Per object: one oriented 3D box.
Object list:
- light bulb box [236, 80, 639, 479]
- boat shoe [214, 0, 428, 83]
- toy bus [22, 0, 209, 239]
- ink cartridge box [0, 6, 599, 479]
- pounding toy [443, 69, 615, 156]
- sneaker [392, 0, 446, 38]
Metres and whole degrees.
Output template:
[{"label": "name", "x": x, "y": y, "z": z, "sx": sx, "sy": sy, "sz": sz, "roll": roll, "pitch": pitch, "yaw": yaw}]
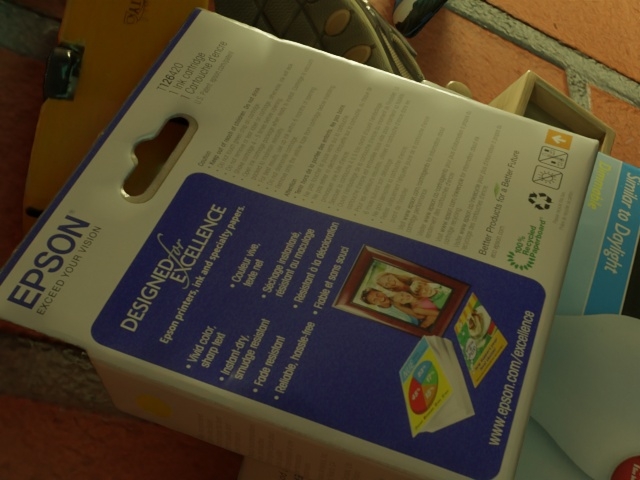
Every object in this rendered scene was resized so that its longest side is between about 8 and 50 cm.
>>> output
[{"label": "light bulb box", "x": 0.165, "y": 0.121, "z": 0.777, "sx": 0.361, "sy": 0.225, "sz": 0.357, "roll": 23, "pitch": 50, "yaw": 5}, {"label": "boat shoe", "x": 0.025, "y": -0.149, "z": 0.957, "sx": 0.355, "sy": 0.132, "sz": 0.130, "roll": 53, "pitch": 25, "yaw": -29}, {"label": "toy bus", "x": -0.148, "y": -0.142, "z": 0.795, "sx": 0.108, "sy": 0.130, "sz": 0.332, "roll": 9, "pitch": 60, "yaw": -10}, {"label": "ink cartridge box", "x": 0.000, "y": 0.000, "z": 0.648, "sx": 0.307, "sy": 0.072, "sz": 0.303, "roll": 18, "pitch": 50, "yaw": 10}, {"label": "pounding toy", "x": 0.196, "y": -0.091, "z": 1.102, "sx": 0.206, "sy": 0.094, "sz": 0.181, "roll": 33, "pitch": 55, "yaw": -12}, {"label": "sneaker", "x": 0.114, "y": -0.300, "z": 1.154, "sx": 0.081, "sy": 0.080, "sz": 0.211, "roll": 40, "pitch": 38, "yaw": -8}]
